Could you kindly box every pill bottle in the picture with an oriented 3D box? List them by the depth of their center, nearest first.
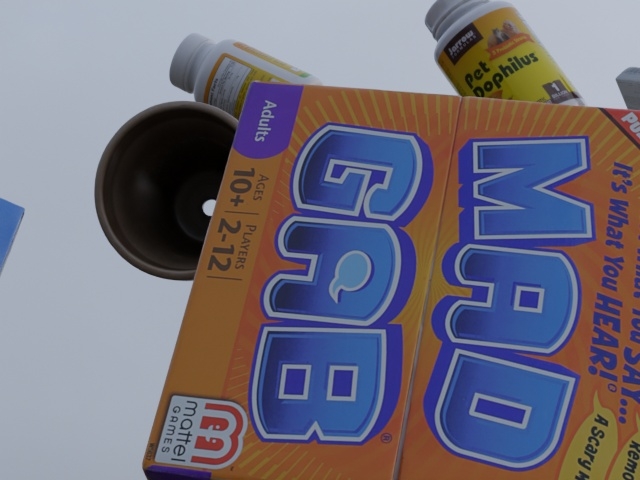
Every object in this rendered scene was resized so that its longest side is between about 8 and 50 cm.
[{"bbox_3d":[0.215,-0.202,1.687,0.117,0.215,0.117,-29,-19,-11],"label":"pill bottle"},{"bbox_3d":[-0.129,-0.261,2.419,0.245,0.136,0.136,27,-13,16],"label":"pill bottle"}]

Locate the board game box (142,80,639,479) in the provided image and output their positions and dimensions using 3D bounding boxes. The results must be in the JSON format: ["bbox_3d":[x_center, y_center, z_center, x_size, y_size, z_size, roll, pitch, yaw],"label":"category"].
[{"bbox_3d":[0.098,0.128,1.171,0.356,0.357,0.356,6,-33,11],"label":"board game box"}]

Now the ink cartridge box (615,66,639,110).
[{"bbox_3d":[0.559,-0.189,2.260,0.179,0.045,0.145,59,-18,-24],"label":"ink cartridge box"}]

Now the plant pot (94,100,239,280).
[{"bbox_3d":[-0.189,-0.063,2.144,0.263,0.263,0.229,7,-4,6],"label":"plant pot"}]

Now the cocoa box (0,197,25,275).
[{"bbox_3d":[-0.508,0.067,1.578,0.231,0.228,0.347,25,-29,-17],"label":"cocoa box"}]
